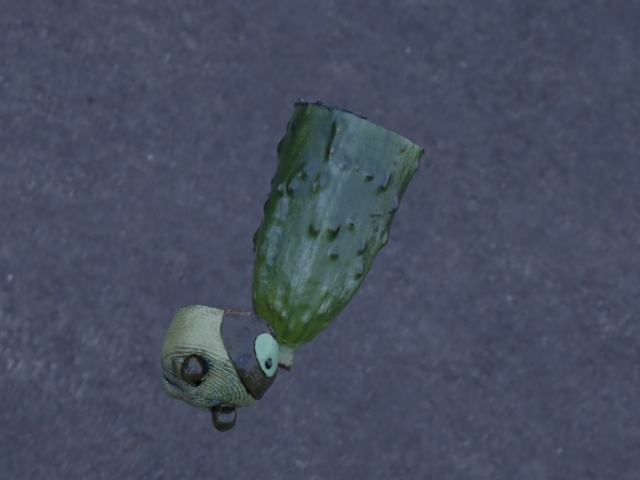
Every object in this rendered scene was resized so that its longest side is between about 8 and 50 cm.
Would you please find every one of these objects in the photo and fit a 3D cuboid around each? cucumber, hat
[{"bbox_3d":[-0.002,0.000,1.323,0.134,0.134,0.244,20,82,-14],"label":"cucumber"},{"bbox_3d":[-0.069,0.085,0.946,0.076,0.077,0.059,14,55,9],"label":"hat"}]
